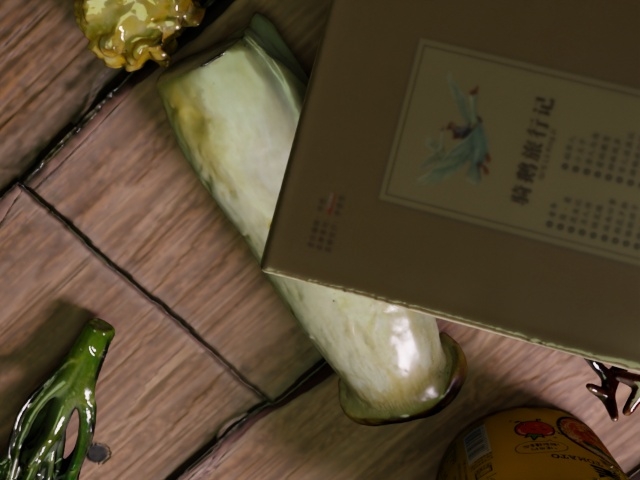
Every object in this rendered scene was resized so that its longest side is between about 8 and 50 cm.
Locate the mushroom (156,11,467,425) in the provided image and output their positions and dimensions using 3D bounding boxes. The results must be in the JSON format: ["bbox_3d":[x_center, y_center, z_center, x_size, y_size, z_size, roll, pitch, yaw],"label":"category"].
[{"bbox_3d":[0.000,0.000,0.917,0.100,0.081,0.312,-29,112,4],"label":"mushroom"}]

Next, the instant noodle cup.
[{"bbox_3d":[0.162,0.215,0.990,0.182,0.144,0.182,-1,114,-2],"label":"instant noodle cup"}]

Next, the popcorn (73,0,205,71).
[{"bbox_3d":[-0.115,-0.148,0.853,0.083,0.057,0.082,5,108,-2],"label":"popcorn"}]

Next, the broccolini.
[{"bbox_3d":[-0.203,0.145,1.000,0.091,0.068,0.203,23,97,-27],"label":"broccolini"}]

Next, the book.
[{"bbox_3d":[0.139,-0.047,0.768,0.310,0.021,0.217,15,91,8],"label":"book"}]

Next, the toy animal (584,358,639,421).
[{"bbox_3d":[0.348,0.090,0.988,0.260,0.087,0.243,42,91,-14],"label":"toy animal"}]
